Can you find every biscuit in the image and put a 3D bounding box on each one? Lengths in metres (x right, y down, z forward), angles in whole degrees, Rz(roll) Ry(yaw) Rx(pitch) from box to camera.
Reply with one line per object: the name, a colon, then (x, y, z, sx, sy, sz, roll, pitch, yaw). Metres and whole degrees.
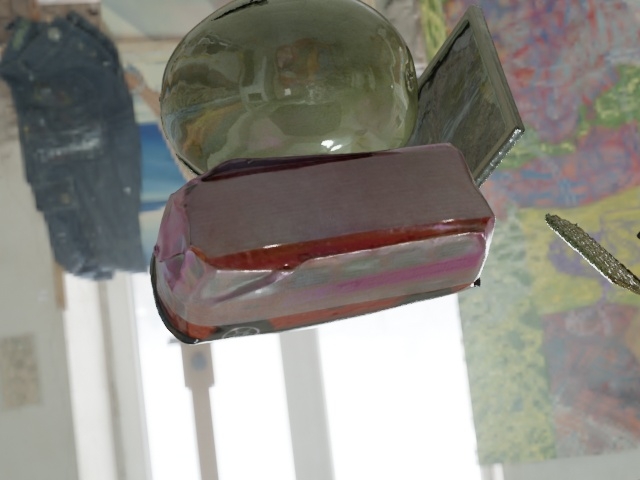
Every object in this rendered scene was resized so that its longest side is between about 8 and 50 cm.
biscuit: (0.399, 0.017, 1.503, 0.144, 0.016, 0.203, 20, -158, -41)

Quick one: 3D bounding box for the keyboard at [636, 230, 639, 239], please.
keyboard: (0.610, -0.021, 1.419, 0.381, 0.041, 0.103, 0, 139, -27)

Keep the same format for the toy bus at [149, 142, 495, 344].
toy bus: (0.000, 0.000, 0.932, 0.303, 0.127, 0.147, -8, 150, -15)

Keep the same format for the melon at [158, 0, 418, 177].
melon: (-0.048, -0.180, 1.277, 0.330, 0.268, 0.268, -4, 177, 20)

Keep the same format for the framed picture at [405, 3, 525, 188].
framed picture: (0.184, -0.165, 1.467, 0.020, 0.324, 0.240, 21, 127, -21)
